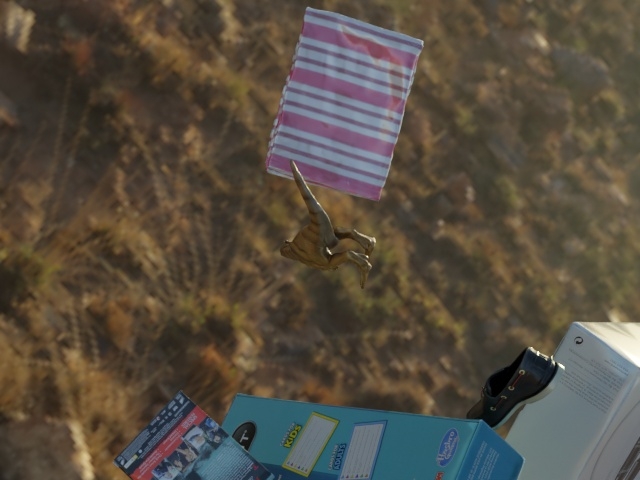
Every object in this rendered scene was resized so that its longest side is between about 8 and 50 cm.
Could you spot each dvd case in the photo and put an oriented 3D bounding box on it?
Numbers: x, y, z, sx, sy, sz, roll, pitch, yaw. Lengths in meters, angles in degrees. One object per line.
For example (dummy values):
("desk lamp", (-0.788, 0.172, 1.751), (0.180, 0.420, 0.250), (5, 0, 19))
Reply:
("dvd case", (-0.111, 0.198, 1.215), (0.119, 0.087, 0.013), (37, -13, 27))

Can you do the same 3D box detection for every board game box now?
("board game box", (-0.002, 0.280, 1.302), (0.079, 0.336, 0.254), (43, 62, -34))

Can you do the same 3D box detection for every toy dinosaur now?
("toy dinosaur", (0.000, 0.000, 1.410), (0.112, 0.211, 0.064), (17, 68, -4))

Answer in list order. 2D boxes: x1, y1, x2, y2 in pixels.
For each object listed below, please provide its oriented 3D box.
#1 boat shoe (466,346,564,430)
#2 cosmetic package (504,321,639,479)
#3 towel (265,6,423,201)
("boat shoe", (0.167, 0.134, 1.264), (0.042, 0.133, 0.049), (34, 53, -6))
("cosmetic package", (0.313, 0.234, 1.564), (0.097, 0.284, 0.377), (37, 16, 27))
("towel", (0.027, -0.155, 1.606), (0.144, 0.197, 0.029), (15, 7, -7))
